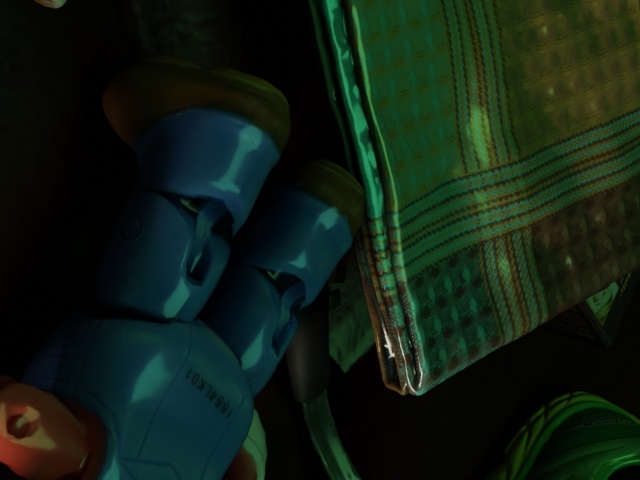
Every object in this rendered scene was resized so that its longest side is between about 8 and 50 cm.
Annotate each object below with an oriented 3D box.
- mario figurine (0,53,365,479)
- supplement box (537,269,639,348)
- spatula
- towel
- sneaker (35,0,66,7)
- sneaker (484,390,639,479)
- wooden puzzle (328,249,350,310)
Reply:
[{"bbox_3d":[-0.110,0.083,0.565,0.198,0.170,0.321,29,64,-10],"label":"mario figurine"},{"bbox_3d":[0.133,-0.027,0.840,0.104,0.080,0.188,-62,142,-16],"label":"supplement box"},{"bbox_3d":[0.005,0.103,0.760,0.084,0.030,0.296,-39,132,-35],"label":"spatula"},{"bbox_3d":[0.097,-0.140,0.692,0.271,0.040,0.370,-24,109,-36],"label":"towel"},{"bbox_3d":[-0.112,-0.126,0.523,0.037,0.032,0.083,-54,140,-25],"label":"sneaker"},{"bbox_3d":[0.142,0.227,0.911,0.295,0.123,0.109,-55,140,-23],"label":"sneaker"},{"bbox_3d":[0.000,0.000,0.738,0.049,0.006,0.083,-2,105,-52],"label":"wooden puzzle"}]
